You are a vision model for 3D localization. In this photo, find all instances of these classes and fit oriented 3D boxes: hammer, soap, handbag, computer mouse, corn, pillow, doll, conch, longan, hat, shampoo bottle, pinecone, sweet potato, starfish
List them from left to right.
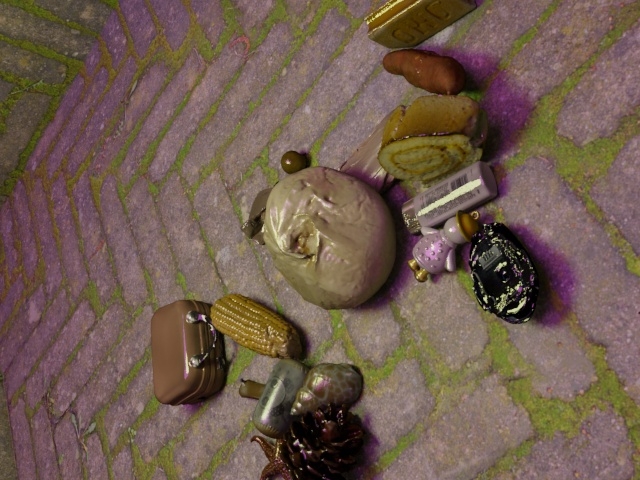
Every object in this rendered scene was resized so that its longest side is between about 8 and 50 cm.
[{"bbox_3d":[-0.378,0.318,2.224,0.283,0.149,0.302,-32,56,41],"label":"handbag"},{"bbox_3d":[-0.182,0.232,2.046,0.347,0.130,0.130,19,95,47],"label":"corn"},{"bbox_3d":[-0.142,0.400,1.979,0.305,0.113,0.202,-3,56,60],"label":"hammer"},{"bbox_3d":[-0.139,-0.081,2.134,0.147,0.085,0.175,-20,43,55],"label":"hat"},{"bbox_3d":[-0.098,0.562,1.922,0.213,0.057,0.238,-43,53,31],"label":"starfish"},{"bbox_3d":[-0.070,-0.220,2.089,0.083,0.075,0.075,-36,41,-18],"label":"longan"},{"bbox_3d":[0.009,0.482,1.746,0.204,0.179,0.184,-37,77,15],"label":"pinecone"},{"bbox_3d":[0.014,0.354,1.823,0.173,0.106,0.116,-10,92,31],"label":"conch"},{"bbox_3d":[0.132,-0.173,1.852,0.270,0.067,0.173,-44,55,34],"label":"pillow"},{"bbox_3d":[0.233,-0.540,1.780,0.232,0.140,0.073,-24,63,41],"label":"soap"},{"bbox_3d":[0.258,-0.392,1.754,0.354,0.106,0.095,-132,28,-58],"label":"sweet potato"},{"bbox_3d":[0.271,0.007,1.645,0.207,0.081,0.129,-46,58,27],"label":"doll"},{"bbox_3d":[0.283,-0.090,1.674,0.227,0.056,0.086,-31,64,39],"label":"shampoo bottle"},{"bbox_3d":[0.374,0.067,1.519,0.146,0.077,0.242,-44,48,31],"label":"computer mouse"}]

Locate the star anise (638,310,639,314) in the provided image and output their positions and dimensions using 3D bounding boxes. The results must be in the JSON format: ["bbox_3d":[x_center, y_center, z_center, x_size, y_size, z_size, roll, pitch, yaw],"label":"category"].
[{"bbox_3d":[0.612,0.104,1.276,0.141,0.042,0.141,-14,71,48],"label":"star anise"}]

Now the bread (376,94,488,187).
[{"bbox_3d":[0.256,-0.222,1.650,0.257,0.186,0.124,-17,51,39],"label":"bread"}]

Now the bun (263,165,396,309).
[{"bbox_3d":[0.000,0.000,1.808,0.361,0.213,0.361,11,108,40],"label":"bun"}]
